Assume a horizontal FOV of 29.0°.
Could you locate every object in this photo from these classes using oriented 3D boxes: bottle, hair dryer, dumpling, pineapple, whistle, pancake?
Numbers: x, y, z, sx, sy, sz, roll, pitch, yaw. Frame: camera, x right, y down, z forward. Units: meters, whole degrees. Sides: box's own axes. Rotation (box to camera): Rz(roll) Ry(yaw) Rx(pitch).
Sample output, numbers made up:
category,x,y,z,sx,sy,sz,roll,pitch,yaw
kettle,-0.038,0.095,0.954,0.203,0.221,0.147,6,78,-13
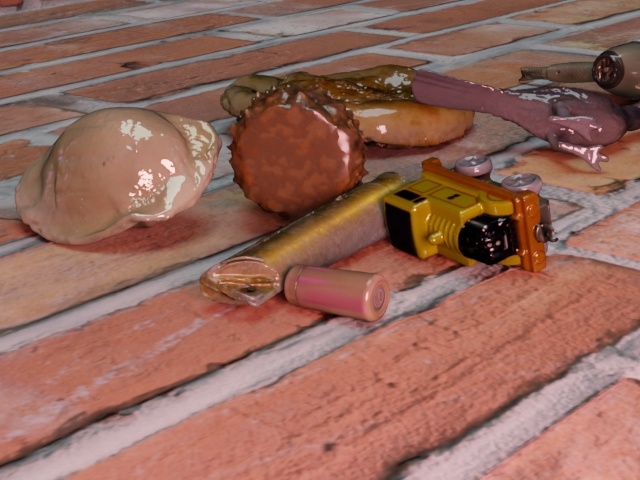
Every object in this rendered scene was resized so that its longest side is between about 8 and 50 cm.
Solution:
category,x,y,z,sx,sy,sz,roll,pitch,yaw
bottle,0.014,0.048,1.156,0.096,0.045,0.045,7,21,32
hair dryer,0.489,-0.277,2.028,0.229,0.092,0.267,-2,8,-23
dumpling,-0.238,-0.064,1.407,0.252,0.131,0.179,-8,48,7
pineapple,-0.025,-0.124,1.514,0.169,0.169,0.340,-2,12,1
whistle,0.000,-0.001,1.277,0.068,0.057,0.326,20,28,28
pancake,0.041,-0.208,1.832,0.387,0.082,0.387,3,15,-1

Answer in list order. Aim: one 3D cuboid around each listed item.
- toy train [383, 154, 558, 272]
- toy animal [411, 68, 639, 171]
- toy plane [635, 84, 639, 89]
category,x,y,z,sx,sy,sz,roll,pitch,yaw
toy train,0.155,-0.023,1.288,0.127,0.089,0.219,-24,27,-25
toy animal,0.317,-0.160,1.642,0.367,0.081,0.206,4,23,-12
toy plane,0.538,-0.155,1.587,0.256,0.104,0.242,11,-1,25
